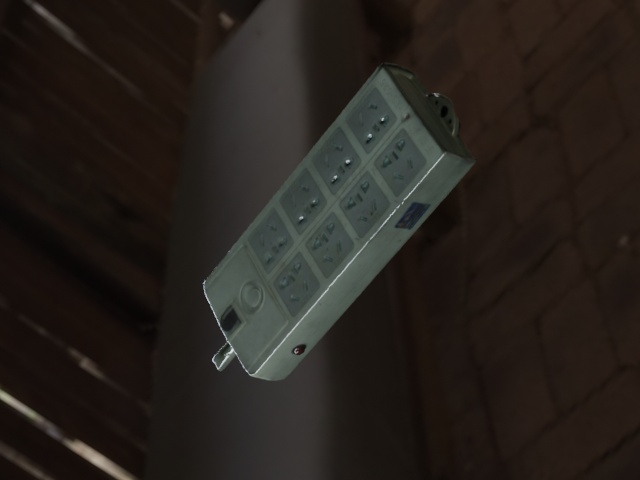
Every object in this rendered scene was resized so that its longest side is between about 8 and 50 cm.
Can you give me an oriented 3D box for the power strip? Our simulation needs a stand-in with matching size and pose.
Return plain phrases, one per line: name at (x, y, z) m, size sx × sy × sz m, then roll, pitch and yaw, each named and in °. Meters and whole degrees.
power strip at (0.000, 0.000, 0.545) m, size 0.136 × 0.019 × 0.051 m, roll -49°, pitch 55°, yaw 26°
